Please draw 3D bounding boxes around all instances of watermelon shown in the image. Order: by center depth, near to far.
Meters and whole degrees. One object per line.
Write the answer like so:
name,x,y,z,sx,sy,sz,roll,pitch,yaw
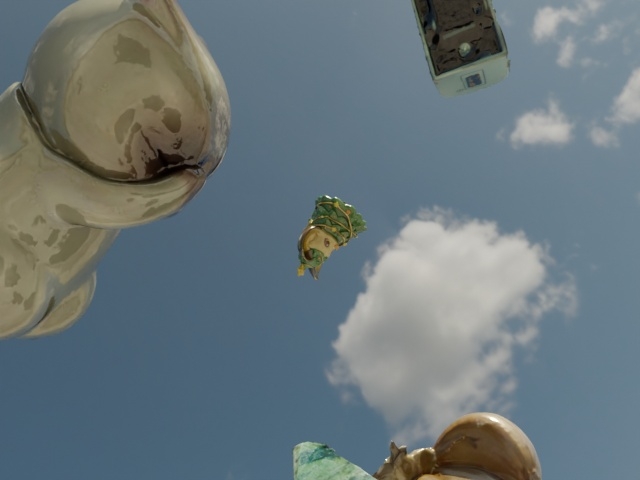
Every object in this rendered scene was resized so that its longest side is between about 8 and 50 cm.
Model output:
watermelon,0.023,0.263,0.663,0.081,0.180,0.094,-42,-68,-31

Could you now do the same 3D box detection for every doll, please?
doll,-0.234,-0.056,0.631,0.370,0.226,0.215,-37,-19,2
doll,-0.005,-0.007,0.912,0.113,0.077,0.078,-40,-35,-11

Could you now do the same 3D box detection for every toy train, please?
toy train,0.128,-0.371,0.806,0.086,0.407,0.088,-16,-11,19

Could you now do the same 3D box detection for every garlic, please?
garlic,0.141,0.287,0.738,0.207,0.207,0.257,-43,-28,1
